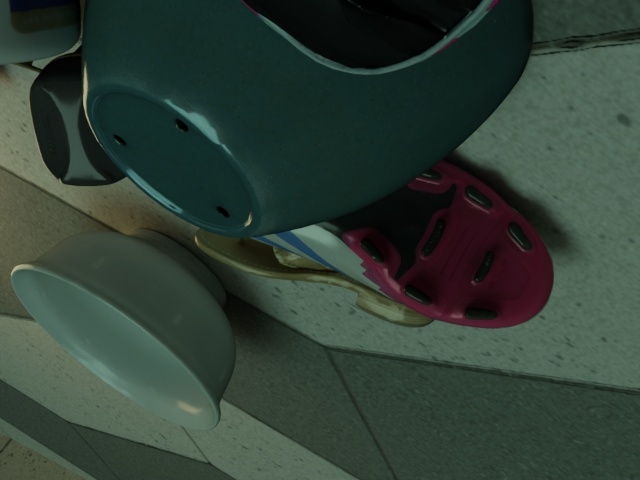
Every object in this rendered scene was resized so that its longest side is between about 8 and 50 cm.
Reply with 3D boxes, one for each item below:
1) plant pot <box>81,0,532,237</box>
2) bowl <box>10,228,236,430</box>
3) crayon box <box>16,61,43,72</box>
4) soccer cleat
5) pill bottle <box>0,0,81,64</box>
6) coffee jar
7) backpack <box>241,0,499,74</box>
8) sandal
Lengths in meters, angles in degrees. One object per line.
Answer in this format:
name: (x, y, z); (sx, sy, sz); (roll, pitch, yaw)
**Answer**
plant pot: (-0.039, -0.118, 0.762); (0.290, 0.195, 0.290); (29, 154, 16)
bowl: (-0.205, 0.081, 1.394); (0.297, 0.134, 0.298); (29, 155, 15)
crayon box: (-0.363, -0.224, 0.978); (0.322, 0.083, 0.203); (20, -177, 9)
soccer cleat: (0.033, -0.026, 0.963); (0.331, 0.116, 0.143); (22, -178, 11)
pill bottle: (-0.229, -0.244, 0.716); (0.153, 0.153, 0.265); (13, 112, 40)
coffee jar: (-0.154, -0.115, 0.911); (0.079, 0.184, 0.096); (0, 118, 13)
backpack: (0.004, -0.211, 0.541); (0.253, 0.191, 0.225); (45, 148, -3)
sandal: (0.003, -0.003, 1.084); (0.240, 0.088, 0.079); (21, 120, 16)
